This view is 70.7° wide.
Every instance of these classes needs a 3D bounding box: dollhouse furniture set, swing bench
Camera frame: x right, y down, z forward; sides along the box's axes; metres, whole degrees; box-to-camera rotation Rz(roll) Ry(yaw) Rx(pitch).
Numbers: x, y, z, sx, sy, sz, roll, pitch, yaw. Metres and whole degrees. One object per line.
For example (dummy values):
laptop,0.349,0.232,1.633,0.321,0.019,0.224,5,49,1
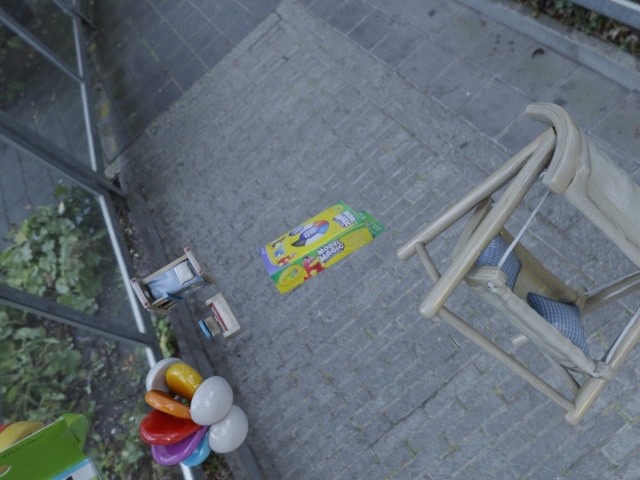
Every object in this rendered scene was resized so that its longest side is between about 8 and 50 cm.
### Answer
dollhouse furniture set,-0.257,0.131,0.897,0.129,0.129,0.184,-32,78,-7
swing bench,0.273,0.025,0.522,0.255,0.253,0.165,-49,16,17

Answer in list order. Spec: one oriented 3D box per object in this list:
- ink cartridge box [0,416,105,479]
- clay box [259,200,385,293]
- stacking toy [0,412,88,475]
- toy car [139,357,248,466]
ink cartridge box,-0.288,0.290,0.408,0.188,0.255,0.097,-25,62,-32
clay box,0.000,0.000,0.844,0.222,0.053,0.127,-32,26,-3
stacking toy,-0.528,0.415,0.731,0.130,0.279,0.309,14,83,0
toy car,-0.219,0.291,0.731,0.159,0.182,0.136,9,40,32
